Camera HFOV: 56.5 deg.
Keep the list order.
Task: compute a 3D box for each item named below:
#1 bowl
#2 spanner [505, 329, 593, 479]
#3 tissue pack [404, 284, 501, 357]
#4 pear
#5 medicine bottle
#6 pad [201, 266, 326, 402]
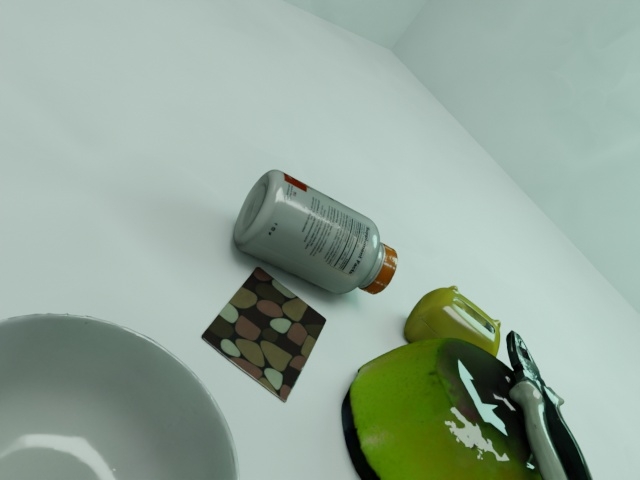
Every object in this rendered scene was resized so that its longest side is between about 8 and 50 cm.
[{"bbox_3d":[-0.230,0.216,0.520,0.286,0.144,0.287,29,30,-19],"label":"bowl"},{"bbox_3d":[0.322,0.255,0.863,0.095,0.040,0.325,28,32,-21],"label":"spanner"},{"bbox_3d":[0.264,0.178,1.166,0.178,0.127,0.123,38,31,0],"label":"tissue pack"},{"bbox_3d":[0.237,0.302,0.913,0.398,0.165,0.399,28,30,-18],"label":"pear"},{"bbox_3d":[0.000,0.000,1.084,0.288,0.157,0.157,26,31,-22],"label":"medicine bottle"},{"bbox_3d":[-0.080,0.139,0.952,0.158,0.003,0.235,38,29,-2],"label":"pad"}]
